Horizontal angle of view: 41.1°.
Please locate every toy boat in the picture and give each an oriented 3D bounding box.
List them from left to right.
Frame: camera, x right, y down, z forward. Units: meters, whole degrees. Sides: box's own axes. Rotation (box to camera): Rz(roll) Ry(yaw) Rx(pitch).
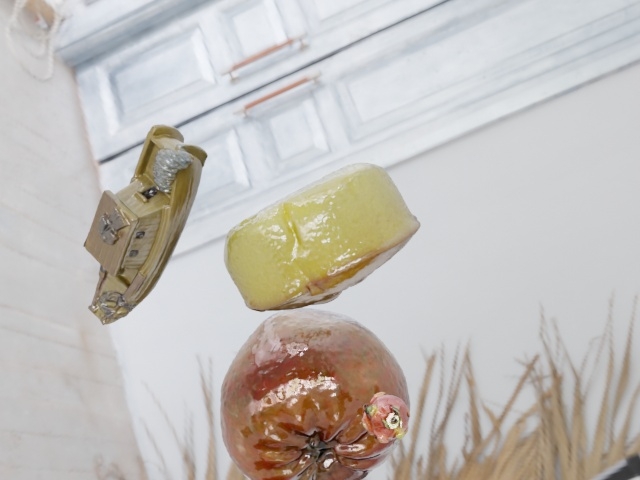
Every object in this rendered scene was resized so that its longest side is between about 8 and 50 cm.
[{"bbox_3d":[-0.252,-0.011,1.162,0.089,0.321,0.121,41,31,20],"label":"toy boat"}]

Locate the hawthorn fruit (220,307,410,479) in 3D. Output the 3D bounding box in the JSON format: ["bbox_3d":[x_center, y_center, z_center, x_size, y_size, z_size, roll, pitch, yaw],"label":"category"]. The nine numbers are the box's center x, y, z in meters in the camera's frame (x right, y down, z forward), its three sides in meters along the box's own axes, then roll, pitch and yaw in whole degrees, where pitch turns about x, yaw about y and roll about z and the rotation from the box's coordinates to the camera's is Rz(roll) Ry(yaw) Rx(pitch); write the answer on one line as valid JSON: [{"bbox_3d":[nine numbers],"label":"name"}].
[{"bbox_3d":[-0.013,0.311,1.778,0.403,0.403,0.402,-22,90,-79],"label":"hawthorn fruit"}]

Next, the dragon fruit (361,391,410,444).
[{"bbox_3d":[0.111,0.299,1.439,0.086,0.081,0.116,51,-9,15],"label":"dragon fruit"}]

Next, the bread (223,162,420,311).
[{"bbox_3d":[0.000,0.000,1.132,0.148,0.270,0.270,63,11,-5],"label":"bread"}]
